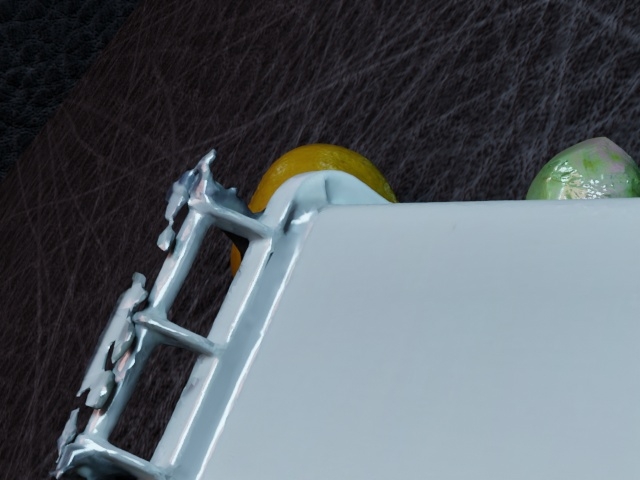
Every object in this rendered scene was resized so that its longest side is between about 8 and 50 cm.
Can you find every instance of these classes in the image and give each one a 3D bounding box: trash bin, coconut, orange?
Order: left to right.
[{"bbox_3d":[0.000,0.000,1.201,0.154,0.134,0.154,-63,-1,-3],"label":"orange"},{"bbox_3d":[0.091,0.095,0.671,0.368,0.296,0.256,-8,52,55],"label":"trash bin"},{"bbox_3d":[0.167,-0.022,0.929,0.083,0.081,0.082,-45,36,7],"label":"coconut"}]
